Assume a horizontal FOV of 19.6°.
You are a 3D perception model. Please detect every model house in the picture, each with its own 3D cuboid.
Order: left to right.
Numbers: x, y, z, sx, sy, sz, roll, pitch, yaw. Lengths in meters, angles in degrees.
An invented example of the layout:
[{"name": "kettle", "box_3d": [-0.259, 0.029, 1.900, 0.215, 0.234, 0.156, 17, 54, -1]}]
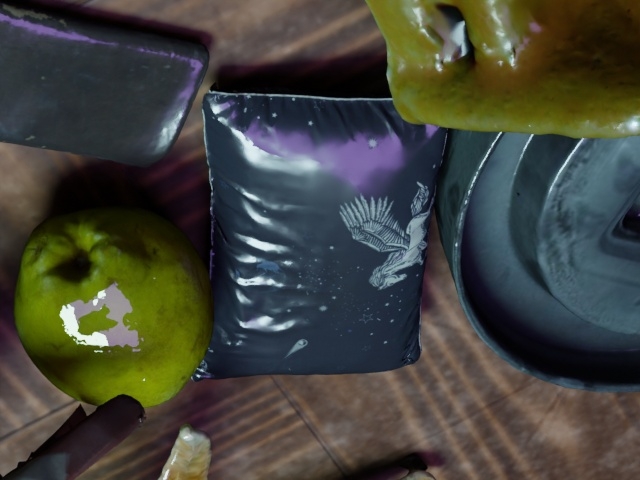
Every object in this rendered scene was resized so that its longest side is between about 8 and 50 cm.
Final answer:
[{"name": "model house", "box_3d": [0.129, -0.179, 0.830, 0.268, 0.173, 0.239, -26, 124, 1]}]

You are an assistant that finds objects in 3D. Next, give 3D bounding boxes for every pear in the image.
[{"name": "pear", "box_3d": [-0.109, 0.036, 0.996, 0.107, 0.107, 0.131, -27, 143, 5]}]

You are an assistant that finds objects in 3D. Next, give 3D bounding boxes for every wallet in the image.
[{"name": "wallet", "box_3d": [-0.138, -0.081, 0.933, 0.157, 0.018, 0.082, 9, 127, -27]}]

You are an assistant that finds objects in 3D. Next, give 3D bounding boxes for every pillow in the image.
[{"name": "pillow", "box_3d": [0.000, 0.000, 1.032, 0.141, 0.055, 0.208, -2, 132, -10]}]

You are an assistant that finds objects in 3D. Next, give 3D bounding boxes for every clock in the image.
[{"name": "clock", "box_3d": [0.219, -0.043, 1.067, 0.319, 0.066, 0.318, -10, 133, -11]}]

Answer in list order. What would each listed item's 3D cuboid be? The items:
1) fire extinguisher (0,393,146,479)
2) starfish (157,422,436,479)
[{"name": "fire extinguisher", "box_3d": [-0.235, 0.161, 0.985, 0.337, 0.147, 0.106, -24, 105, 32]}, {"name": "starfish", "box_3d": [-0.128, 0.246, 1.177, 0.384, 0.132, 0.398, -44, 134, 15]}]
